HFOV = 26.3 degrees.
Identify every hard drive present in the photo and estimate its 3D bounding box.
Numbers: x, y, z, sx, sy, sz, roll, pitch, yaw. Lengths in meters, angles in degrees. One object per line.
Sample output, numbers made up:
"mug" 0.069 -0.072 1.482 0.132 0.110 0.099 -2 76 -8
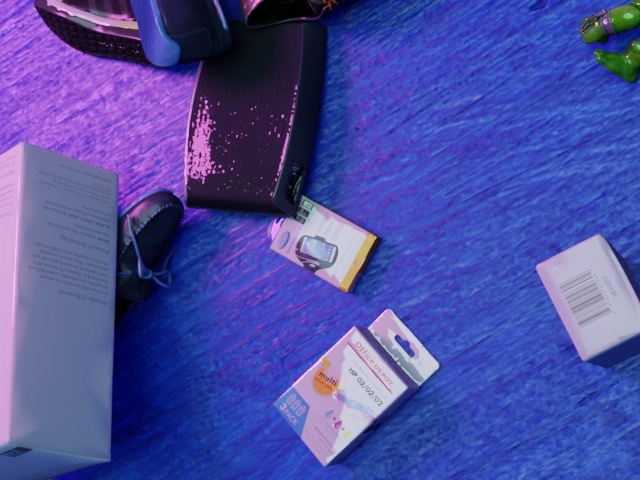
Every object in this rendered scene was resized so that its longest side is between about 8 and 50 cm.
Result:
"hard drive" -0.090 -0.163 1.754 0.172 0.054 0.255 6 81 20

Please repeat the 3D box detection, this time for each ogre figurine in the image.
"ogre figurine" 0.402 -0.214 1.591 0.118 0.097 0.197 -48 56 27

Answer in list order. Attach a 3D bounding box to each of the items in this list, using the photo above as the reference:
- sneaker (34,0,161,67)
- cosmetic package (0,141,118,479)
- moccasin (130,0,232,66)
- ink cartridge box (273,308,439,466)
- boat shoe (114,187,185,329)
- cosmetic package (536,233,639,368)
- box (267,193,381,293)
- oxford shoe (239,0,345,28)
"sneaker" -0.270 -0.300 1.842 0.234 0.084 0.097 19 66 18
"cosmetic package" -0.374 0.099 1.700 0.217 0.156 0.385 -20 64 42
"moccasin" -0.192 -0.362 1.776 0.116 0.138 0.342 -4 65 -19
"ink cartridge box" 0.045 0.178 1.679 0.181 0.061 0.104 -45 73 9
"boat shoe" -0.247 0.053 1.776 0.089 0.109 0.258 48 114 36
"cosmetic package" 0.313 0.071 1.511 0.085 0.231 0.117 -28 77 14
"box" 0.000 0.000 1.733 0.136 0.028 0.081 30 94 21
"oxford shoe" 0.026 -0.324 1.707 0.271 0.097 0.098 -13 52 22
